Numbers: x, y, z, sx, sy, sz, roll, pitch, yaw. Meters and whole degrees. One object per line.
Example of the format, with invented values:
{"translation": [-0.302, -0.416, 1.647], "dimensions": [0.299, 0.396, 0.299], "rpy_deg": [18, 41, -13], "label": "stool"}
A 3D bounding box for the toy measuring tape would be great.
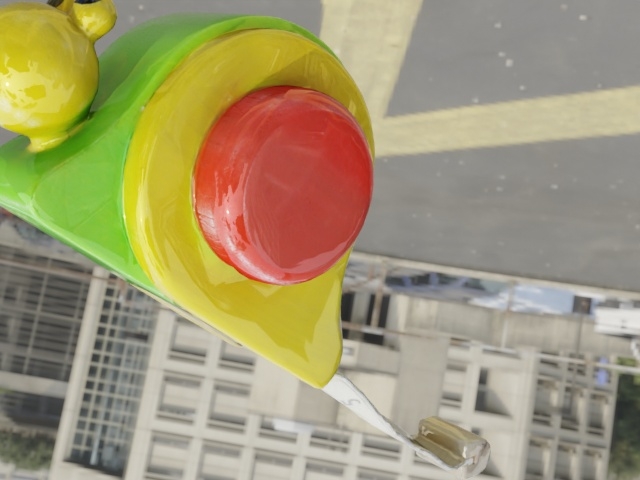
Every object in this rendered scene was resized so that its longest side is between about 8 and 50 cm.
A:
{"translation": [0.000, 0.000, 0.402], "dimensions": [0.121, 0.121, 0.330], "rpy_deg": [1, 153, 42], "label": "toy measuring tape"}
